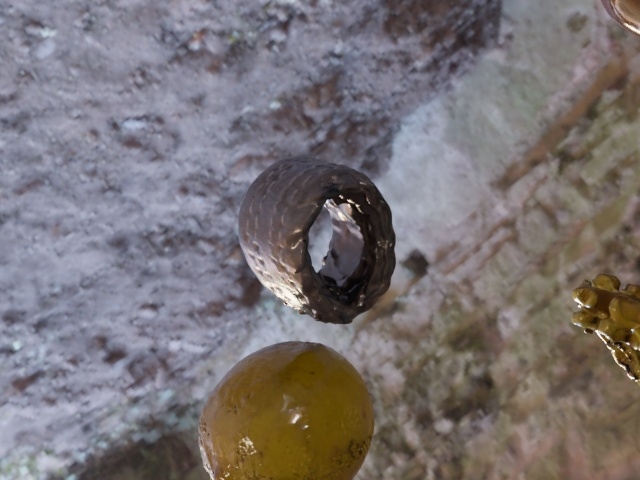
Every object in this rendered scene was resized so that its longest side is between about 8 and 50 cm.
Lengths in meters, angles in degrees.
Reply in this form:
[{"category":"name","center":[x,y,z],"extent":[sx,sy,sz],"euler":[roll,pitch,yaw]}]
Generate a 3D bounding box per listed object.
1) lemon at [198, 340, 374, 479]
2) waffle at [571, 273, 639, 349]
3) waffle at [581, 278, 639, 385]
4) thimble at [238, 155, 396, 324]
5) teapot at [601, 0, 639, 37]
[{"category":"lemon","center":[-0.046,0.281,1.538],"extent":[0.310,0.258,0.258],"euler":[-46,177,-46]},{"category":"waffle","center":[0.421,0.105,1.157],"extent":[0.293,0.259,0.069],"euler":[-6,112,-66]},{"category":"waffle","center":[0.439,0.152,1.379],"extent":[0.052,0.245,0.254],"euler":[-43,161,13]},{"category":"thimble","center":[0.000,0.000,1.468],"extent":[0.205,0.172,0.236],"euler":[-16,113,-30]},{"category":"teapot","center":[0.384,-0.292,0.995],"extent":[0.252,0.178,0.135],"euler":[-22,152,2]}]
